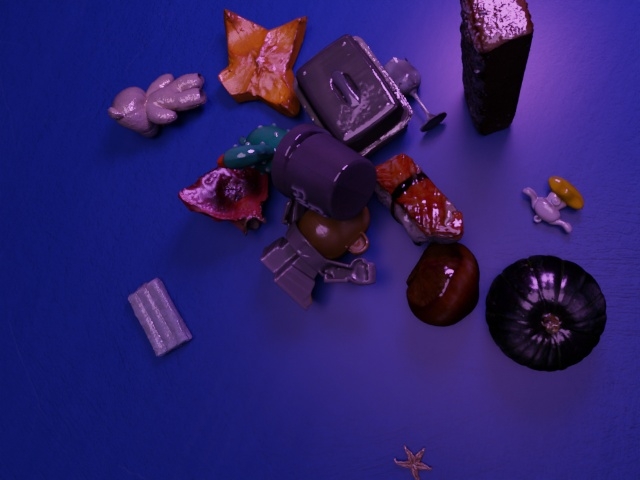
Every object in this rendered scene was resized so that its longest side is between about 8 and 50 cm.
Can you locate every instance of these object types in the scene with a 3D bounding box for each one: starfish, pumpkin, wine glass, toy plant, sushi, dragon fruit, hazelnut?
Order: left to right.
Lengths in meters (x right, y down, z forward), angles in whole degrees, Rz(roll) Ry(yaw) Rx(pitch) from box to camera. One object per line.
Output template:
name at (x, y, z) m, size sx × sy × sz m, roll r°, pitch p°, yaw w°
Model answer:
dragon fruit at (-0.236, -0.108, 1.350) m, size 0.262 × 0.134 × 0.212 m, roll -36°, pitch 87°, yaw -27°
pumpkin at (-0.164, -0.489, 1.395) m, size 0.258 × 0.095 × 0.291 m, roll 7°, pitch 89°, yaw 13°
toy plant at (-0.065, -0.190, 1.196) m, size 0.279 × 0.185 × 0.400 m, roll -31°, pitch 45°, yaw -29°
sushi at (0.215, -0.096, 1.183) m, size 0.124 × 0.130 × 0.332 m, roll -30°, pitch 54°, yaw -3°
starfish at (0.222, 0.539, 1.204) m, size 0.092 × 0.016 × 0.086 m, roll 1°, pitch 82°, yaw 11°
wine glass at (0.236, -0.375, 1.274) m, size 0.079 × 0.079 × 0.196 m, roll -33°, pitch 78°, yaw 10°
hazelnut at (0.293, 0.098, 1.163) m, size 0.177 × 0.178 × 0.204 m, roll 8°, pitch 55°, yaw 17°
pumpkin at (0.478, 0.158, 1.076) m, size 0.249 × 0.216 × 0.250 m, roll 3°, pitch 101°, yaw 16°

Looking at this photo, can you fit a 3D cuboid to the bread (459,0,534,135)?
bread at (0.360, -0.376, 1.067) m, size 0.113 × 0.416 × 0.165 m, roll -12°, pitch 76°, yaw 14°

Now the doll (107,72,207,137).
doll at (-0.462, -0.395, 1.471) m, size 0.278 × 0.175 × 0.149 m, roll -16°, pitch 117°, yaw 5°

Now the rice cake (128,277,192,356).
rice cake at (-0.460, 0.215, 1.427) m, size 0.124 × 0.038 × 0.211 m, roll -31°, pitch 76°, yaw 10°

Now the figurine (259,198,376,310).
figurine at (0.000, 0.000, 1.252) m, size 0.285 × 0.167 × 0.342 m, roll -45°, pitch 80°, yaw 10°

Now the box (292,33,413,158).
box at (0.078, -0.356, 1.272) m, size 0.220 × 0.166 × 0.291 m, roll -34°, pitch 77°, yaw 9°

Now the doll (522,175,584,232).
doll at (0.546, -0.079, 1.160) m, size 0.113 × 0.071 × 0.135 m, roll -22°, pitch 83°, yaw 21°
